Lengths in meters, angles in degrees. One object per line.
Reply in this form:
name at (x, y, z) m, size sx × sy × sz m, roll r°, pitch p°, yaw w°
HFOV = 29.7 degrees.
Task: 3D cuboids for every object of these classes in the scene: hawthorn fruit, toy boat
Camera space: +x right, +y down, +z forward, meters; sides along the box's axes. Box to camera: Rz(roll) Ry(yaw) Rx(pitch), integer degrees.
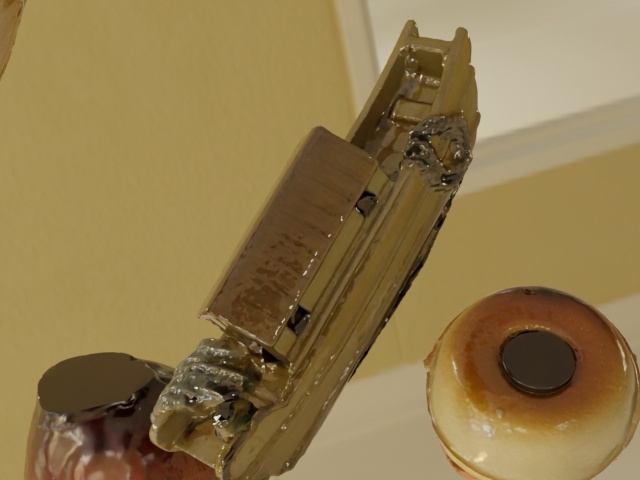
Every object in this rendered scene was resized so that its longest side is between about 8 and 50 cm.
hawthorn fruit at (-0.193, 0.236, 1.185) m, size 0.215 × 0.249 × 0.215 m, roll 12°, pitch -164°, yaw -4°
toy boat at (0.000, 0.000, 1.037) m, size 0.136 × 0.162 × 0.445 m, roll 17°, pitch -112°, yaw 45°

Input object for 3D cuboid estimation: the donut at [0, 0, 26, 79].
donut at (-0.335, -0.118, 0.714) m, size 0.198 × 0.449 × 0.449 m, roll 34°, pitch -146°, yaw 4°

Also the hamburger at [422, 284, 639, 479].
hamburger at (0.213, 0.148, 1.225) m, size 0.237 × 0.147 × 0.236 m, roll -1°, pitch -125°, yaw 2°
